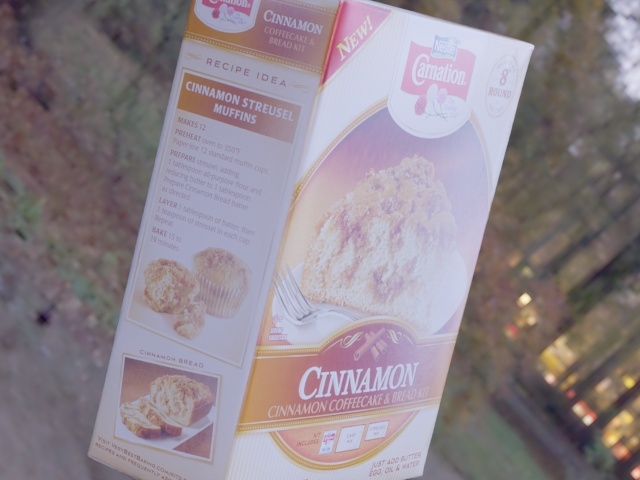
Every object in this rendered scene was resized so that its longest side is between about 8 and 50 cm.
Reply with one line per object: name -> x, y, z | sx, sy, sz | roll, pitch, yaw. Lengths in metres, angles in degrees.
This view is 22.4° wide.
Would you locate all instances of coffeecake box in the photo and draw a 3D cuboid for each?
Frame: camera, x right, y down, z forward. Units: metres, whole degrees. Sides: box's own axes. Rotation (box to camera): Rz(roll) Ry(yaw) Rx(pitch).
coffeecake box -> 0.000, 0.000, 0.615 | 0.068, 0.185, 0.142 | 19, 10, 33
